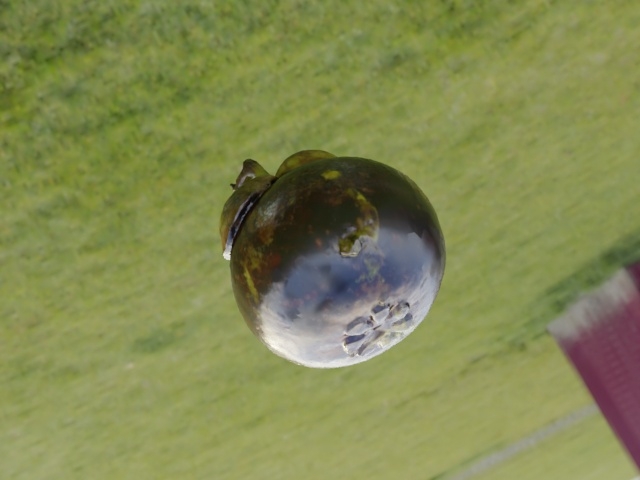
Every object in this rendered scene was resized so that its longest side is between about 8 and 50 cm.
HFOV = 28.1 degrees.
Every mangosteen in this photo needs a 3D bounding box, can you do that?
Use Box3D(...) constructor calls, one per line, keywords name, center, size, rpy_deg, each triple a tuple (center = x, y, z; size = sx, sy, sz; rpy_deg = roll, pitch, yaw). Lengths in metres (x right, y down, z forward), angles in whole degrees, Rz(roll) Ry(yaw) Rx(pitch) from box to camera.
Box3D(name="mangosteen", center=(0.000, 0.000, 1.097), size=(0.192, 0.217, 0.192), rpy_deg=(-24, 145, -18))
